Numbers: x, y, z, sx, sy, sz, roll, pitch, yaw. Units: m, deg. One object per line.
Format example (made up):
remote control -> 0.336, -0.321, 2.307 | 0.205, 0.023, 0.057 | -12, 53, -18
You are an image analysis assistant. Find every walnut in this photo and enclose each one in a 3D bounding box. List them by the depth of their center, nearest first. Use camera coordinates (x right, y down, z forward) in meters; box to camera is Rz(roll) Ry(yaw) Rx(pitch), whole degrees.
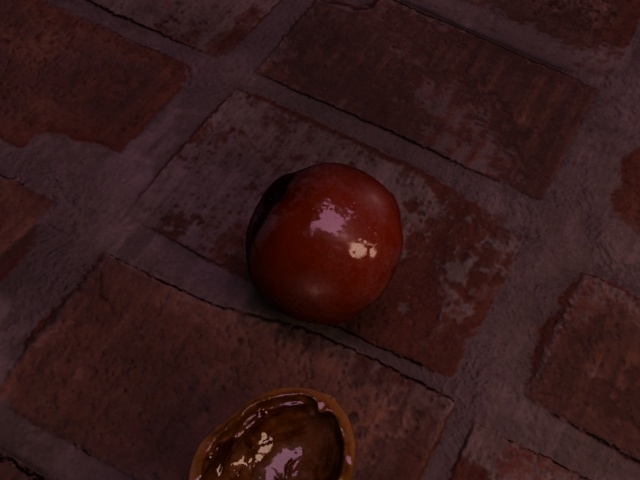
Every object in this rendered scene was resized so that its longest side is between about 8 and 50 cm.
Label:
walnut -> -0.050, 0.269, 1.107 | 0.167, 0.087, 0.211 | 32, 53, 24

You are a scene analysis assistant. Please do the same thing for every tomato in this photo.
tomato -> 0.000, 0.000, 1.241 | 0.184, 0.208, 0.208 | 20, 52, -12
